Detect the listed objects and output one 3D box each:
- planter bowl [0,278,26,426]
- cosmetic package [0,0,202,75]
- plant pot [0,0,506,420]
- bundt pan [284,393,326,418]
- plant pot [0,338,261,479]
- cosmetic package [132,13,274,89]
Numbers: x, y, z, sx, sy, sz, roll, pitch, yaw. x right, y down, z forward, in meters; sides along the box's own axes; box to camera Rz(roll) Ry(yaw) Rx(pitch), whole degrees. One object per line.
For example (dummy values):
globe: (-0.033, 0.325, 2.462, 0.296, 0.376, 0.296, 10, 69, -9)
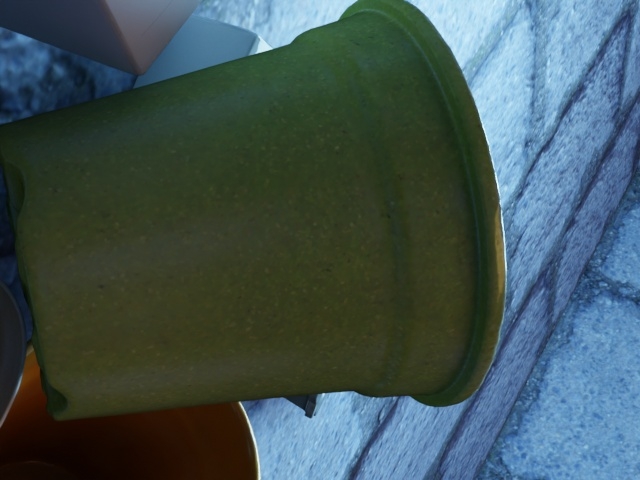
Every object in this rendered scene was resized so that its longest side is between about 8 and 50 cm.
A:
planter bowl: (-0.266, 0.066, 0.543, 0.162, 0.109, 0.162, -40, 143, -39)
cosmetic package: (-0.123, -0.259, 0.536, 0.224, 0.138, 0.225, -57, 155, -21)
plant pot: (-0.062, -0.002, 0.608, 0.253, 0.276, 0.276, -11, 129, -18)
bundt pan: (0.000, 0.000, 0.956, 0.331, 0.124, 0.331, 22, 90, -84)
plant pot: (-0.178, 0.188, 0.707, 0.188, 0.205, 0.205, -42, 175, 40)
cosmetic package: (-0.104, -0.053, 0.788, 0.127, 0.107, 0.238, 21, 94, -62)
